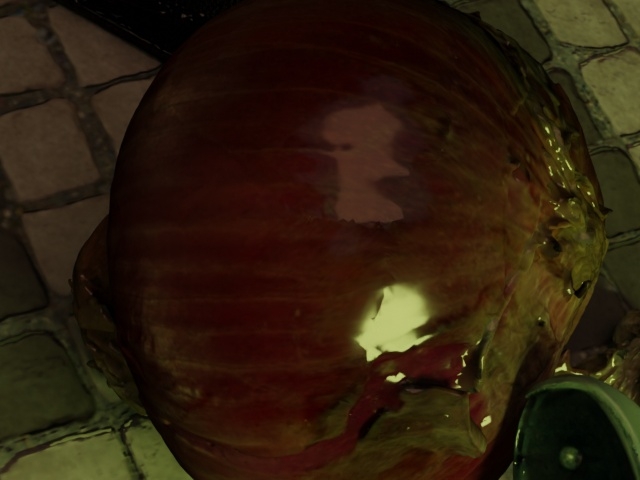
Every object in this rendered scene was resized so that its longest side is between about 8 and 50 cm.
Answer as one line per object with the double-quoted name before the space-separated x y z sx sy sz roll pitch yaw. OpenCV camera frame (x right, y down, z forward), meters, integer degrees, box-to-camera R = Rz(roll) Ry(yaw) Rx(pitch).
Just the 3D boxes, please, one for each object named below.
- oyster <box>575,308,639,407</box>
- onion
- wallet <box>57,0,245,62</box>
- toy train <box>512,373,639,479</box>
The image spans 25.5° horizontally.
"oyster" 0.244 0.128 1.011 0.163 0.081 0.191 41 35 -22
"onion" 0.031 0.011 0.855 0.354 0.353 0.353 9 57 -15
"wallet" -0.062 -0.218 1.112 0.262 0.071 0.221 26 55 5
"toy train" 0.177 0.268 0.768 0.088 0.086 0.406 -8 91 -55
